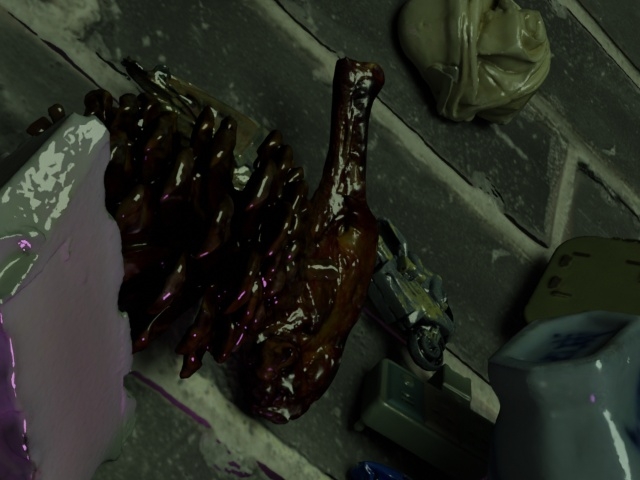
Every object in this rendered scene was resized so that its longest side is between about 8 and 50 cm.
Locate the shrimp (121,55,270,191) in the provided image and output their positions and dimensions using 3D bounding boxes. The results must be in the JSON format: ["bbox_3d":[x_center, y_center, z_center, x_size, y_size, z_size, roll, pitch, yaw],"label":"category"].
[{"bbox_3d":[-0.124,-0.081,1.202,0.254,0.059,0.145,30,64,-39],"label":"shrimp"}]

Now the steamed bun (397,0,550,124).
[{"bbox_3d":[0.227,-0.263,1.561,0.211,0.144,0.218,-34,98,-46],"label":"steamed bun"}]

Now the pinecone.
[{"bbox_3d":[-0.134,-0.011,1.049,0.309,0.244,0.244,28,52,-8],"label":"pinecone"}]

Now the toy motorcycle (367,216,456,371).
[{"bbox_3d":[0.106,0.060,1.363,0.124,0.061,0.193,-12,71,-56],"label":"toy motorcycle"}]

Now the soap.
[{"bbox_3d":[-0.202,0.083,0.905,0.302,0.258,0.159,51,44,-18],"label":"soap"}]

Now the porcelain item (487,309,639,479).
[{"bbox_3d":[0.289,0.288,1.200,0.242,0.178,0.405,-27,106,-51],"label":"porcelain item"}]

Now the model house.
[{"bbox_3d":[0.400,0.164,1.571,0.218,0.205,0.278,-51,141,-42],"label":"model house"}]

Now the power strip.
[{"bbox_3d":[0.143,0.207,1.325,0.216,0.061,0.145,33,29,-12],"label":"power strip"}]

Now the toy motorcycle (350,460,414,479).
[{"bbox_3d":[0.152,0.355,1.261,0.315,0.113,0.169,37,39,-18],"label":"toy motorcycle"}]

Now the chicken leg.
[{"bbox_3d":[0.000,0.000,1.237,0.158,0.096,0.407,49,53,-59],"label":"chicken leg"}]
